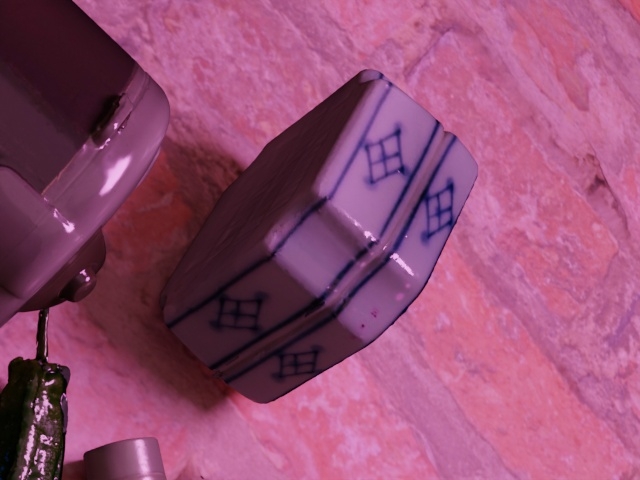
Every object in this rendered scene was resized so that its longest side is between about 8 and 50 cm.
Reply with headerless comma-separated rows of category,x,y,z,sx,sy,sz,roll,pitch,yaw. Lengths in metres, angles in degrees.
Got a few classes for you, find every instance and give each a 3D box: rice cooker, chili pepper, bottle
rice cooker,-0.309,-0.079,1.390,0.325,0.335,0.335,43,47,-17
chili pepper,-0.265,0.180,1.455,0.122,0.065,0.279,65,32,-48
bottle,-0.158,0.279,1.506,0.072,0.072,0.201,2,68,-41

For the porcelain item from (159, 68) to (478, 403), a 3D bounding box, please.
porcelain item,0.000,0.000,1.635,0.157,0.281,0.286,43,45,-14
